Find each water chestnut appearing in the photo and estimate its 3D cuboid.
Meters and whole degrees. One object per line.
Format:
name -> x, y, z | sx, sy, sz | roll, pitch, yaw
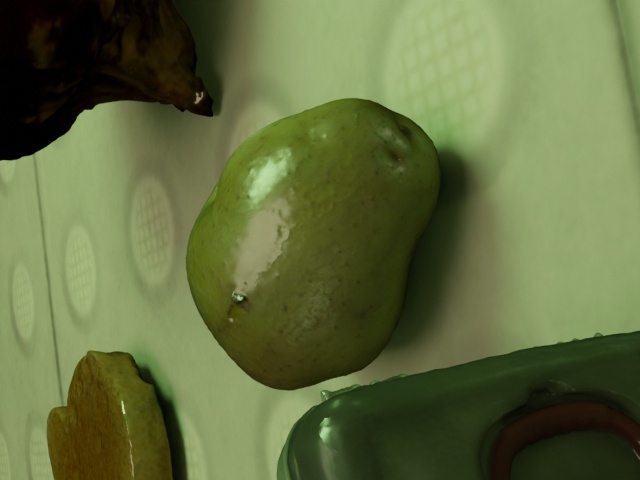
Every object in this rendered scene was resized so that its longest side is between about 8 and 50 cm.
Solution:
water chestnut -> -0.235, -0.213, 0.820 | 0.347, 0.335, 0.335 | 33, 131, 4

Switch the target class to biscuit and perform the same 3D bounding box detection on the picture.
biscuit -> -0.234, 0.277, 1.060 | 0.287, 0.057, 0.343 | 27, 116, 53

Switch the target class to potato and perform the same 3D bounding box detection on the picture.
potato -> 0.000, 0.000, 0.601 | 0.194, 0.157, 0.157 | -50, 51, 31

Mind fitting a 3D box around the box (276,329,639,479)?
box -> 0.083, 0.127, 0.410 | 0.148, 0.210, 0.129 | 69, 152, 25
